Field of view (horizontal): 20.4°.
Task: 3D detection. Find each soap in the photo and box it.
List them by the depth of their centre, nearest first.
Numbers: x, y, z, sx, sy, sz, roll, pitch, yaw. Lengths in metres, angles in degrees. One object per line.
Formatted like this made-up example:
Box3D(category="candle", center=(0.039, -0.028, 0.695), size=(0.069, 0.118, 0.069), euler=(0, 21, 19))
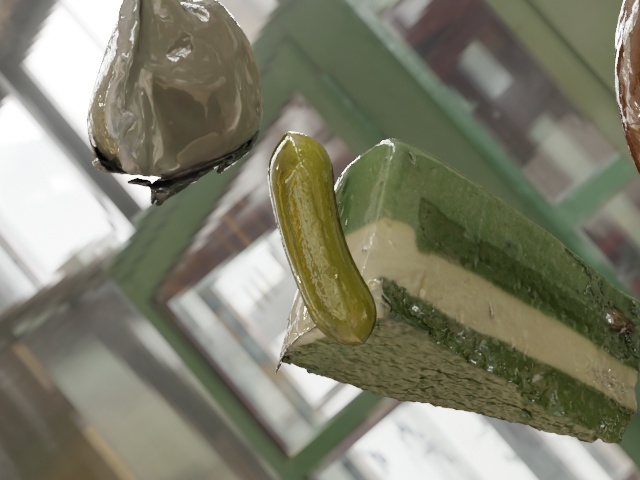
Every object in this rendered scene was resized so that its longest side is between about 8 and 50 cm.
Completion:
Box3D(category="soap", center=(-0.001, 0.000, 1.103), size=(0.045, 0.140, 0.089), euler=(-17, 2, 2))

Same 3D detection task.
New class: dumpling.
Box3D(category="dumpling", center=(-0.122, -0.153, 1.608), size=(0.293, 0.163, 0.204), euler=(-56, -9, -71))

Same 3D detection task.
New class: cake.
Box3D(category="cake", center=(0.125, 0.042, 1.353), size=(0.172, 0.284, 0.158), euler=(102, -175, -63))

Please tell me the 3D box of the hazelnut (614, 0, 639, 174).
Box3D(category="hazelnut", center=(0.215, -0.084, 0.693), size=(0.214, 0.176, 0.214), euler=(-29, -35, -24))
